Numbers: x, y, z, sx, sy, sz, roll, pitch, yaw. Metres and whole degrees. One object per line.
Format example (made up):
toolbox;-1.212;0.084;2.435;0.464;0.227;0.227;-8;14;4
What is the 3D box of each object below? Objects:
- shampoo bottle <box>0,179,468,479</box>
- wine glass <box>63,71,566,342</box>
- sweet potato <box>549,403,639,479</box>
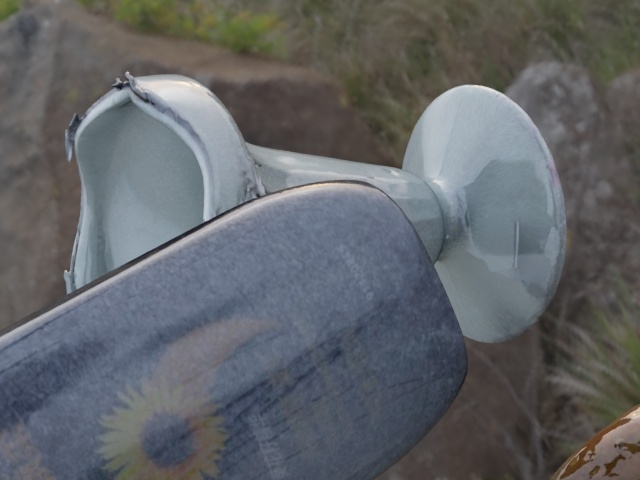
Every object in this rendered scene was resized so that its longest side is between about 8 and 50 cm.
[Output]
shampoo bottle;-0.067;0.063;0.359;0.233;0.087;0.049;-29;10;-27
wine glass;0.000;0.000;0.645;0.196;0.165;0.165;-8;21;-28
sweet potato;0.194;0.093;0.613;0.202;0.055;0.058;-3;60;-20
